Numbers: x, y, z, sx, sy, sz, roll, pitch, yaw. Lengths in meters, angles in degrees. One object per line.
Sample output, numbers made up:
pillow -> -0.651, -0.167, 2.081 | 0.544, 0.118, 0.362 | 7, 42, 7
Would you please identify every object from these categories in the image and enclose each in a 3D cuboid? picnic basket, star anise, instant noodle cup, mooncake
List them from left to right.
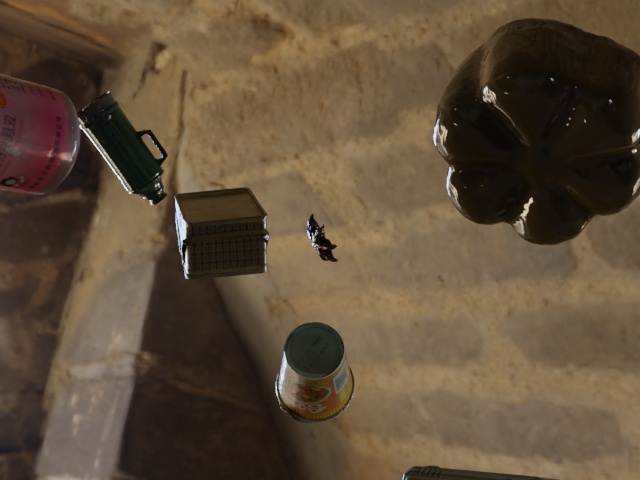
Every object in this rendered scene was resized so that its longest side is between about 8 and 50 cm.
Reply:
picnic basket -> -0.136, -0.012, 1.342 | 0.115, 0.079, 0.164 | -6, 19, -10
instant noodle cup -> -0.012, 0.249, 1.918 | 0.168, 0.168, 0.185 | 8, -29, 5
star anise -> 0.000, 0.002, 2.527 | 0.042, 0.141, 0.141 | -28, -20, -10
mooncake -> 0.472, -0.222, 2.077 | 0.467, 0.262, 0.467 | 11, -47, 12

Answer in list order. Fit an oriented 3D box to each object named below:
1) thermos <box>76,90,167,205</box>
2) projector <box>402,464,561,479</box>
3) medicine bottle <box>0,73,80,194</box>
thermos -> -0.306, -0.143, 1.567 | 0.187, 0.083, 0.073 | 57, -25, -17
projector -> 0.181, 0.396, 1.135 | 0.192, 0.256, 0.099 | -4, -16, 37
medicine bottle -> -0.421, -0.138, 1.182 | 0.147, 0.147, 0.247 | -8, -11, 39
